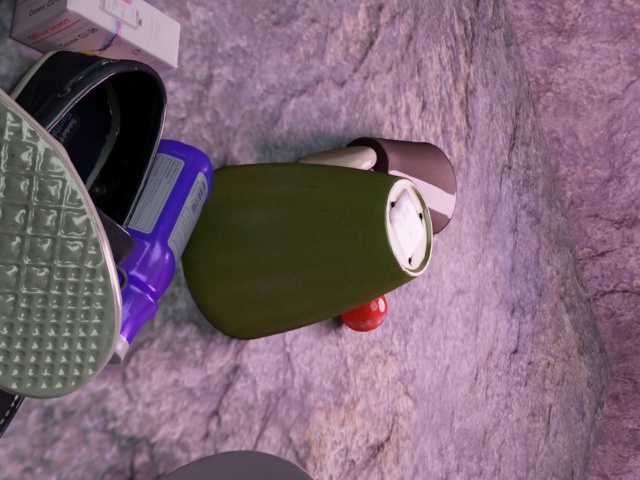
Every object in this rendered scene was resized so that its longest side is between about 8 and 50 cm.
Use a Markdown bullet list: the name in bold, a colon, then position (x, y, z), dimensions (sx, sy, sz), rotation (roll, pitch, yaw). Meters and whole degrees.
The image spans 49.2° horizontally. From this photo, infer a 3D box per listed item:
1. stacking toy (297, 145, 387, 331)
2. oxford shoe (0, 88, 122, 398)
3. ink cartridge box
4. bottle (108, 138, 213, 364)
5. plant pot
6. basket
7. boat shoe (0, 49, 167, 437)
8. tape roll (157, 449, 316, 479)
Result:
- **stacking toy**: position (0.053, 0.006, 1.249), dimensions (0.141, 0.141, 0.331), rotation (-31, 115, -53)
- **oxford shoe**: position (-0.316, -0.069, 0.555), dimensions (0.169, 0.130, 0.449), rotation (-40, 106, -20)
- **ink cartridge box**: position (-0.278, -0.257, 0.826), dimensions (0.198, 0.115, 0.067), rotation (21, 65, -50)
- **bottle**: position (-0.217, 0.011, 0.855), dimensions (0.092, 0.118, 0.283), rotation (19, 58, -3)
- **plant pot**: position (0.000, 0.000, 1.011), dimensions (0.274, 0.293, 0.275), rotation (16, 70, -52)
- **basket**: position (0.145, -0.121, 1.379), dimensions (0.226, 0.154, 0.205), rotation (10, 64, -50)
- **boat shoe**: position (-0.289, -0.001, 0.709), dimensions (0.187, 0.155, 0.500), rotation (54, 42, -48)
- **tape roll**: position (-0.120, 0.389, 0.670), dimensions (0.072, 0.392, 0.392), rotation (55, 43, -32)
